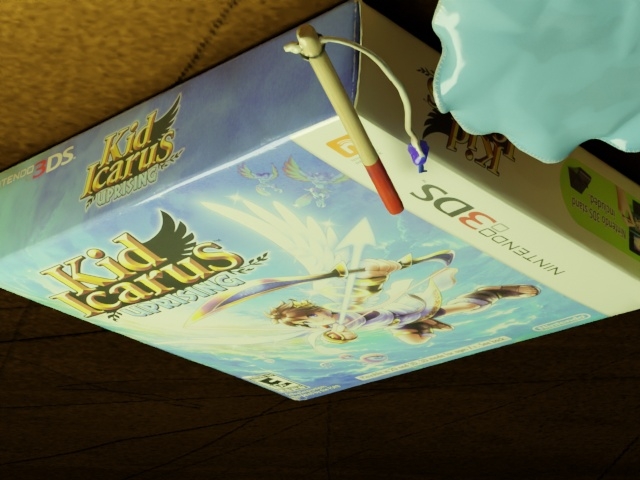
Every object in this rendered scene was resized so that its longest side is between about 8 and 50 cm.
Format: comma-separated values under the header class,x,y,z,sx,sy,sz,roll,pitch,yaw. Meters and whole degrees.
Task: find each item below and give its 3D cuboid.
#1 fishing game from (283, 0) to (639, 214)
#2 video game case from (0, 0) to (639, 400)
class,x,y,z,sx,sy,sz,roll,pitch,yaw
fishing game,0.125,-0.094,0.584,0.264,0.041,0.189,-20,150,9
video game case,0.000,0.000,0.793,0.269,0.061,0.244,-20,145,39
